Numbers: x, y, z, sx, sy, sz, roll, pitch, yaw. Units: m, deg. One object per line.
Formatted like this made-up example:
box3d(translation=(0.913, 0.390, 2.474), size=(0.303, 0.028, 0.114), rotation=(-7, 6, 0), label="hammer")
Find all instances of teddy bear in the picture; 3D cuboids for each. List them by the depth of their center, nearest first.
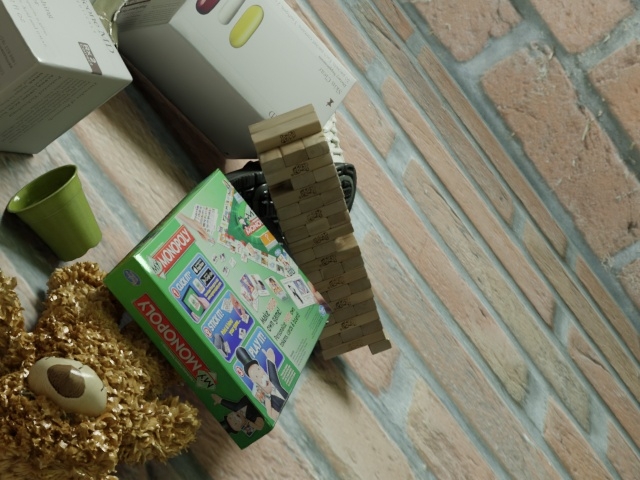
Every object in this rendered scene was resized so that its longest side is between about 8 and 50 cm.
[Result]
box3d(translation=(-0.212, 0.116, 1.246), size=(0.245, 0.113, 0.338), rotation=(56, 19, 7), label="teddy bear")

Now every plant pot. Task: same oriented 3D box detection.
box3d(translation=(-0.267, -0.023, 1.402), size=(0.079, 0.083, 0.083), rotation=(61, 16, -23), label="plant pot")

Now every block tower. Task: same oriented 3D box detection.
box3d(translation=(0.000, 0.000, 1.763), size=(0.091, 0.097, 0.335), rotation=(-110, -179, -62), label="block tower")

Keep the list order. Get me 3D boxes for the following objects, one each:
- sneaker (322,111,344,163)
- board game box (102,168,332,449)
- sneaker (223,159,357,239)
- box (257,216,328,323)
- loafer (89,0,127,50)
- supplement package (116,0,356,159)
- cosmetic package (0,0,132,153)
box3d(translation=(-0.010, -0.205, 2.199), size=(0.290, 0.123, 0.106), rotation=(60, 18, 8), label="sneaker")
box3d(translation=(-0.095, 0.059, 1.422), size=(0.213, 0.046, 0.317), rotation=(51, 20, -7), label="board game box")
box3d(translation=(-0.077, -0.061, 1.860), size=(0.130, 0.109, 0.286), rotation=(19, 17, 36), label="sneaker")
box3d(translation=(-0.092, 0.057, 1.637), size=(0.158, 0.093, 0.156), rotation=(61, 22, 14), label="box")
box3d(translation=(-0.298, -0.257, 1.689), size=(0.087, 0.094, 0.251), rotation=(61, 22, -19), label="loafer")
box3d(translation=(-0.123, -0.245, 1.827), size=(0.262, 0.145, 0.204), rotation=(44, -20, -28), label="supplement package")
box3d(translation=(-0.326, -0.193, 1.407), size=(0.151, 0.151, 0.183), rotation=(60, 20, 10), label="cosmetic package")
